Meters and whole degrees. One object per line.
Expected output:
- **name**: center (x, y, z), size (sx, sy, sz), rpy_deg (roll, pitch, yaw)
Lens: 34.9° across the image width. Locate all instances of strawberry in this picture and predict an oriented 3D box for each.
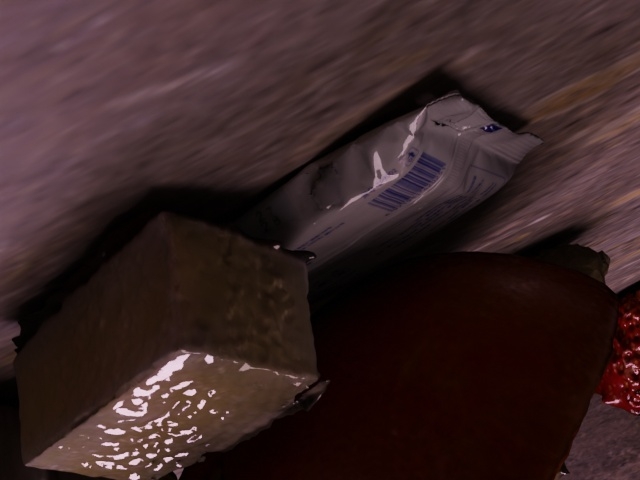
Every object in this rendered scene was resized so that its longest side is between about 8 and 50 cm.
- **strawberry**: center (0.426, 0.130, 1.273), size (0.184, 0.187, 0.202), rpy_deg (-9, 127, -15)

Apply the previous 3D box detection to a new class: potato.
- **potato**: center (-0.061, 0.047, 0.390), size (0.086, 0.061, 0.122), rpy_deg (21, 135, -37)

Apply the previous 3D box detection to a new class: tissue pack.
- **tissue pack**: center (0.000, 0.000, 0.445), size (0.193, 0.026, 0.122), rpy_deg (-32, 162, 21)

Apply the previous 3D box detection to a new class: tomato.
- **tomato**: center (0.010, 0.131, 0.534), size (0.338, 0.143, 0.338), rpy_deg (-55, 174, -9)

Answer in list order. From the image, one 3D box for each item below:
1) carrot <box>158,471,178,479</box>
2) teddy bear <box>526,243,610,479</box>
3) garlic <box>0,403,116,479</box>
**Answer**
- **carrot**: center (-0.169, 0.212, 0.767), size (0.082, 0.082, 0.173), rpy_deg (-31, 160, 19)
- **teddy bear**: center (0.113, 0.131, 0.809), size (0.267, 0.156, 0.256), rpy_deg (-24, 166, -11)
- **garlic**: center (-0.143, 0.164, 0.478), size (0.131, 0.194, 0.127), rpy_deg (-7, 151, -10)
